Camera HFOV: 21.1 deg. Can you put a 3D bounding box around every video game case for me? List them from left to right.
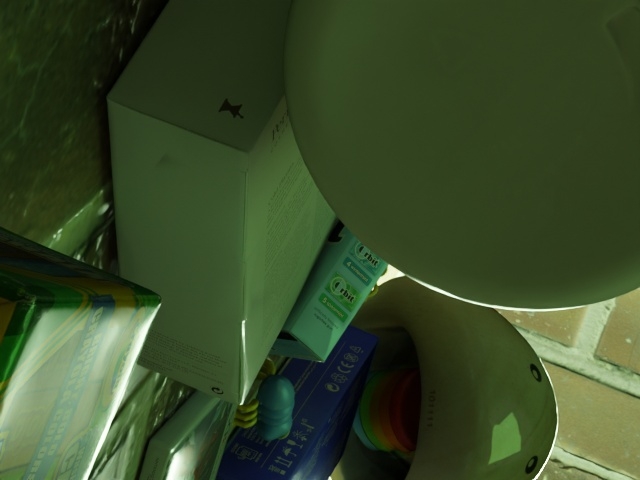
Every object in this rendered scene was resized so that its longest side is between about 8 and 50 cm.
[{"bbox_3d":[-0.120,0.208,1.450,0.201,0.023,0.183,-45,155,-66],"label":"video game case"}]

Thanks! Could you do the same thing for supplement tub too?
[{"bbox_3d":[0.139,-0.129,0.958,0.331,0.241,0.241,-49,158,-59],"label":"supplement tub"}]

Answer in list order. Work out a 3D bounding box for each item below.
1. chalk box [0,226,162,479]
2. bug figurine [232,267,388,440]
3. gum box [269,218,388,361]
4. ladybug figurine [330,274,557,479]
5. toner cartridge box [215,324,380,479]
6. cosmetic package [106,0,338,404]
[{"bbox_3d":[-0.152,0.055,0.640,0.213,0.132,0.132,7,105,-80],"label":"chalk box"},{"bbox_3d":[-0.003,0.056,1.612,0.216,0.072,0.279,95,19,-58],"label":"bug figurine"},{"bbox_3d":[0.000,0.000,1.269,0.184,0.041,0.157,-56,-154,-18],"label":"gum box"},{"bbox_3d":[0.128,0.193,1.920,0.449,0.162,0.305,176,-82,-70],"label":"ladybug figurine"},{"bbox_3d":[-0.040,0.227,1.767,0.348,0.075,0.165,-51,161,-60],"label":"toner cartridge box"},{"bbox_3d":[-0.011,-0.123,1.119,0.284,0.097,0.377,100,15,-56],"label":"cosmetic package"}]
